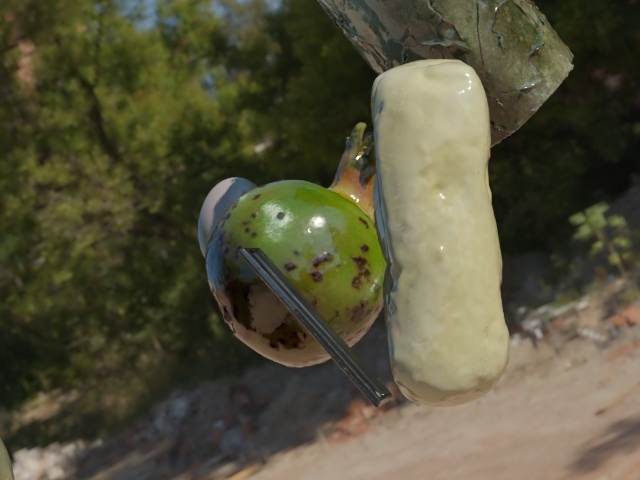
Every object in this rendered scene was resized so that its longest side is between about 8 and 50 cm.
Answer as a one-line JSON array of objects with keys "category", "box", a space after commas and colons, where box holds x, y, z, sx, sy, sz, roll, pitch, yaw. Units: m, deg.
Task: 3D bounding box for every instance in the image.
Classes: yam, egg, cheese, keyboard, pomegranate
[{"category": "yam", "box": [0.144, -0.283, 1.675, 0.241, 0.348, 0.241, -37, 7, 5]}, {"category": "egg", "box": [-0.114, -0.017, 1.845, 0.103, 0.135, 0.103, 1, -5, 0]}, {"category": "cheese", "box": [0.087, -0.008, 1.019, 0.093, 0.263, 0.159, -4, -9, -1]}, {"category": "keyboard", "box": [-0.005, 0.082, 1.329, 0.011, 0.202, 0.067, -44, -10, 11]}, {"category": "pomegranate", "box": [0.002, 0.010, 1.583, 0.286, 0.231, 0.231, -43, -3, 10]}]

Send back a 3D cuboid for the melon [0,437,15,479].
[{"category": "melon", "box": [-0.491, 0.298, 1.600, 0.268, 0.268, 0.330, -27, -27, -13]}]
